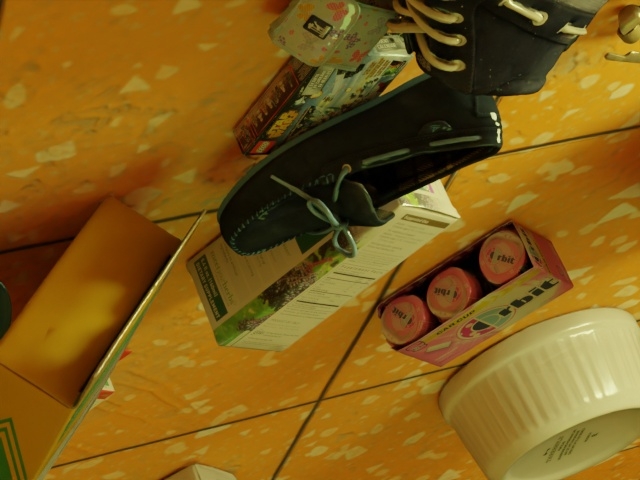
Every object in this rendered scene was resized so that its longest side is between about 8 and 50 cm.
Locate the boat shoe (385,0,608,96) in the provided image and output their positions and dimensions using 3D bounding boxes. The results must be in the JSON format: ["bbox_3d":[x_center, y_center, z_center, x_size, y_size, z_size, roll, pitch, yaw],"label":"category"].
[{"bbox_3d":[0.093,-0.183,1.329,0.340,0.127,0.158,5,126,-47],"label":"boat shoe"}]

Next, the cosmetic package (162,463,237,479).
[{"bbox_3d":[-0.207,0.360,2.238,0.231,0.085,0.117,-29,155,14],"label":"cosmetic package"}]

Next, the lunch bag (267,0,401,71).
[{"bbox_3d":[0.009,-0.167,1.405,0.083,0.053,0.071,8,135,-44],"label":"lunch bag"}]

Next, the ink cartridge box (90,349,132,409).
[{"bbox_3d":[-0.240,0.145,1.839,0.115,0.029,0.063,-36,153,26],"label":"ink cartridge box"}]

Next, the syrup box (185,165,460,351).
[{"bbox_3d":[0.000,0.000,1.683,0.237,0.093,0.096,-38,151,29],"label":"syrup box"}]

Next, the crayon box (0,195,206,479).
[{"bbox_3d":[-0.222,0.104,1.579,0.203,0.083,0.323,-59,-177,-41],"label":"crayon box"}]

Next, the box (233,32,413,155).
[{"bbox_3d":[0.001,-0.119,1.524,0.094,0.027,0.137,-3,148,-40],"label":"box"}]

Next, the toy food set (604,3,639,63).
[{"bbox_3d":[0.296,-0.206,1.628,0.078,0.019,0.122,0,138,-43],"label":"toy food set"}]

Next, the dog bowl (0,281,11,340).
[{"bbox_3d":[-0.376,0.059,1.442,0.297,0.074,0.166,13,115,-52],"label":"dog bowl"}]

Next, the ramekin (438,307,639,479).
[{"bbox_3d":[0.293,0.204,2.314,0.273,0.127,0.273,-20,156,-10],"label":"ramekin"}]

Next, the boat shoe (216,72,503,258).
[{"bbox_3d":[0.029,-0.052,1.541,0.258,0.089,0.109,-33,154,20],"label":"boat shoe"}]

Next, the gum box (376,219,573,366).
[{"bbox_3d":[0.160,0.062,1.985,0.188,0.062,0.107,-33,154,20],"label":"gum box"}]
